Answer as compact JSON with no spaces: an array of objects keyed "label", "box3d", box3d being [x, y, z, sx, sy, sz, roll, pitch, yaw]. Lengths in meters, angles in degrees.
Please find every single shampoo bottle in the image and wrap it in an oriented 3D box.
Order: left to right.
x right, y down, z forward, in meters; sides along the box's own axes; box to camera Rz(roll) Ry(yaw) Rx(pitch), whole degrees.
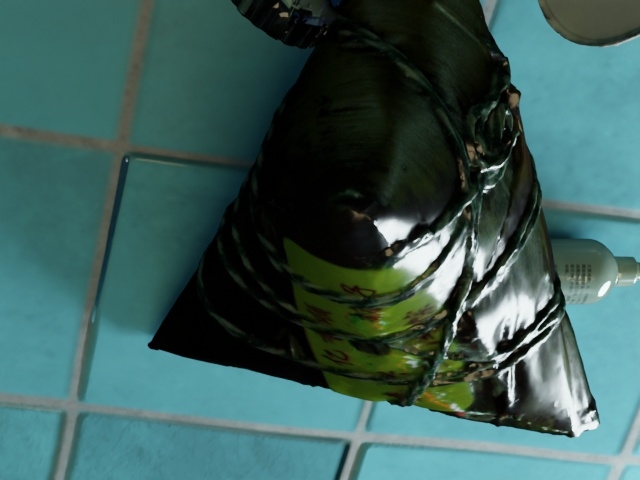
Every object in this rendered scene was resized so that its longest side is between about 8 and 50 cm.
[{"label":"shampoo bottle","box3d":[0.193,0.026,1.495,0.195,0.056,0.056,1,122,-11]}]

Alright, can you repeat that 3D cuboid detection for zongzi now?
[{"label":"zongzi","box3d":[0.000,0.000,1.368,0.362,0.319,0.383,-2,132,21]}]

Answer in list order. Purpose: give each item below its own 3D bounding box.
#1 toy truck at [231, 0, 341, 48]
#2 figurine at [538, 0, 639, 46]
[{"label":"toy truck","box3d":[-0.061,-0.234,1.237,0.208,0.126,0.113,29,115,-11]},{"label":"figurine","box3d":[0.285,-0.235,1.333,0.250,0.166,0.141,-30,164,38]}]
